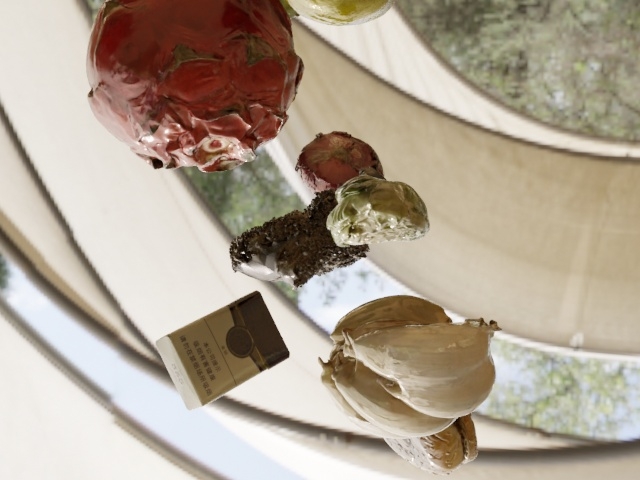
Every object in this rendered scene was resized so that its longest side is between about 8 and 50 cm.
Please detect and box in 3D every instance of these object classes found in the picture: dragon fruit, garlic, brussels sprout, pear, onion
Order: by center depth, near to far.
[{"bbox_3d":[-0.136,-0.187,1.086,0.241,0.241,0.252,6,-125,23],"label":"dragon fruit"},{"bbox_3d":[0.098,0.169,1.287,0.203,0.184,0.281,1,-173,-14],"label":"garlic"},{"bbox_3d":[0.025,-0.355,1.327,0.162,0.148,0.149,-2,-164,-17],"label":"pear"},{"bbox_3d":[0.083,-0.038,1.375,0.139,0.100,0.181,11,160,-6],"label":"brussels sprout"},{"bbox_3d":[0.038,-0.131,2.069,0.184,0.147,0.184,8,-142,-7],"label":"onion"}]

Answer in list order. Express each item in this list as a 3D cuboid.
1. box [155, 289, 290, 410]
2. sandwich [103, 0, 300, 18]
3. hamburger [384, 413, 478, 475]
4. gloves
[{"bbox_3d":[-0.200,0.227,2.116,0.259,0.168,0.071,-27,180,-39],"label":"box"},{"bbox_3d":[-0.140,-0.389,1.529,0.325,0.131,0.262,2,-140,38],"label":"sandwich"},{"bbox_3d":[0.205,0.346,1.984,0.146,0.286,0.243,-30,-107,-24],"label":"hamburger"},{"bbox_3d":[-0.004,-0.006,1.704,0.312,0.135,0.210,-28,174,8],"label":"gloves"}]
